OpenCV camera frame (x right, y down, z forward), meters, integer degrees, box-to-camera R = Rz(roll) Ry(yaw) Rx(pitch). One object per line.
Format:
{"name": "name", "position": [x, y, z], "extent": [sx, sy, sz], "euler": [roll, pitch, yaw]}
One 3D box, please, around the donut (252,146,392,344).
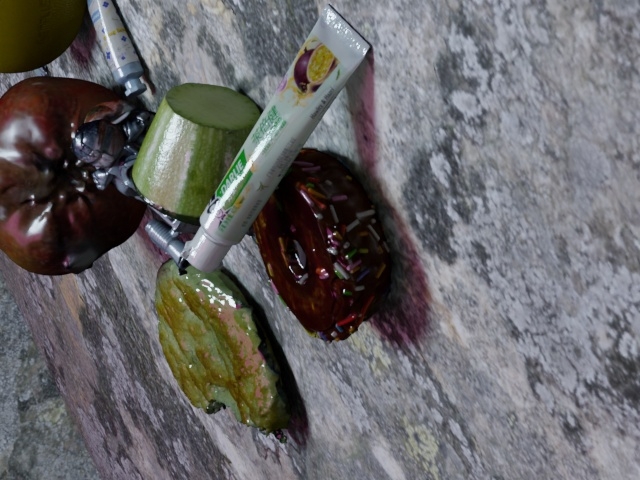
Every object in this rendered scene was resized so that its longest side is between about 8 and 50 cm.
{"name": "donut", "position": [0.000, 0.000, 1.469], "extent": [0.235, 0.089, 0.235], "euler": [47, 151, 37]}

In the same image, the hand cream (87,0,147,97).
{"name": "hand cream", "position": [-0.294, -0.287, 1.882], "extent": [0.065, 0.043, 0.170], "euler": [-35, 76, 61]}

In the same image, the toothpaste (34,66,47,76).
{"name": "toothpaste", "position": [-0.530, -0.361, 2.336], "extent": [0.170, 0.028, 0.045], "euler": [62, 150, 3]}

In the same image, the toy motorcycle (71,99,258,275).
{"name": "toy motorcycle", "position": [-0.192, -0.068, 1.717], "extent": [0.401, 0.207, 0.134], "euler": [46, 107, 26]}

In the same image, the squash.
{"name": "squash", "position": [-0.137, -0.110, 1.585], "extent": [0.170, 0.170, 0.122], "euler": [45, 132, 40]}

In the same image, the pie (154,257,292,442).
{"name": "pie", "position": [-0.160, 0.158, 1.995], "extent": [0.371, 0.078, 0.296], "euler": [14, 126, 60]}

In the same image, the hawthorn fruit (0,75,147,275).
{"name": "hawthorn fruit", "position": [-0.408, -0.099, 1.998], "extent": [0.325, 0.308, 0.308], "euler": [-13, 101, 53]}

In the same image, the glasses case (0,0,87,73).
{"name": "glasses case", "position": [-0.435, -0.376, 1.923], "extent": [0.141, 0.173, 0.371], "euler": [59, 159, 16]}

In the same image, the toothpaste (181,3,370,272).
{"name": "toothpaste", "position": [-0.050, -0.095, 1.368], "extent": [0.058, 0.056, 0.314], "euler": [30, 114, -6]}
